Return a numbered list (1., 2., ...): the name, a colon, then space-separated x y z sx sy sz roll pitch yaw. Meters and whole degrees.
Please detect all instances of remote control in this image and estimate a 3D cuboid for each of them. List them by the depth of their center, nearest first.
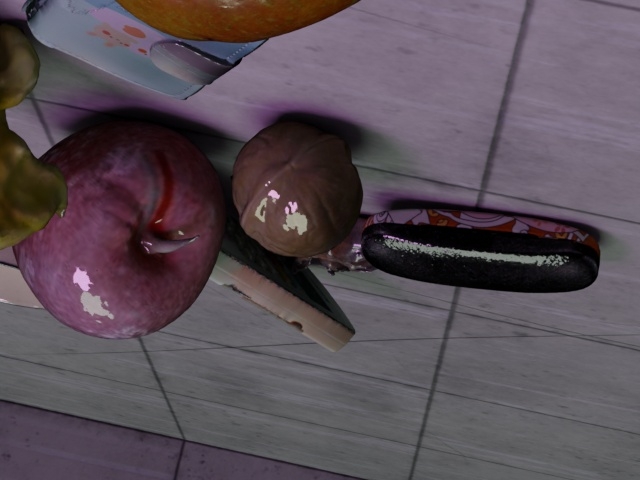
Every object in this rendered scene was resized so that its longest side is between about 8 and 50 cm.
1. remote control: -0.085 0.029 2.110 0.145 0.050 0.344 52 -170 36

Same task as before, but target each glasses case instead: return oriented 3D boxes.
1. glasses case: 0.177 0.012 1.933 0.267 0.067 0.103 7 152 10

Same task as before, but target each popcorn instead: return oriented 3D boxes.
1. popcorn: -0.441 -0.097 1.689 0.335 0.274 0.279 14 175 -43

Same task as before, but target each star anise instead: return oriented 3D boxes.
1. star anise: 0.017 0.003 2.049 0.172 0.063 0.208 8 162 12

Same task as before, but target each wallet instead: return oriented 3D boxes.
1. wallet: -0.143 -0.201 1.488 0.176 0.075 0.250 23 162 -19

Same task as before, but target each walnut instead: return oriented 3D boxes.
1. walnut: -0.024 -0.051 1.781 0.140 0.140 0.162 10 171 9

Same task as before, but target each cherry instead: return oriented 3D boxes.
1. cherry: -0.214 -0.010 1.868 0.285 0.236 0.213 9 138 46

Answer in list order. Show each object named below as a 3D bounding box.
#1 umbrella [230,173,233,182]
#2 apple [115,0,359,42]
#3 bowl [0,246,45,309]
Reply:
1. umbrella: -0.035 -0.069 1.897 0.144 0.037 0.040 0 -167 39
2. apple: -0.053 -0.236 1.062 0.237 0.237 0.207 2 134 32
3. bowl: -0.409 -0.001 2.244 0.238 0.126 0.238 12 163 4
